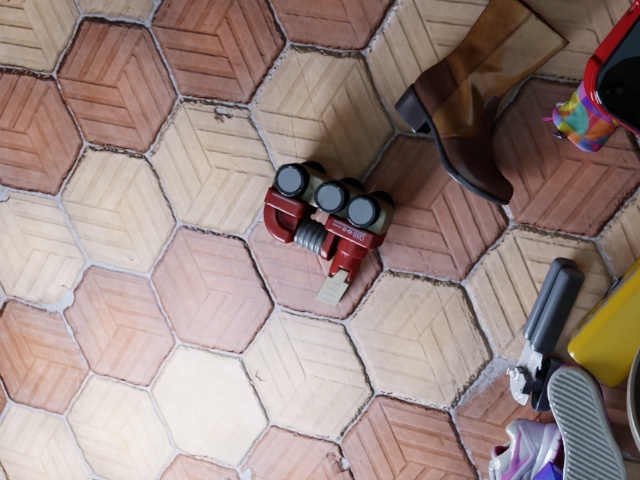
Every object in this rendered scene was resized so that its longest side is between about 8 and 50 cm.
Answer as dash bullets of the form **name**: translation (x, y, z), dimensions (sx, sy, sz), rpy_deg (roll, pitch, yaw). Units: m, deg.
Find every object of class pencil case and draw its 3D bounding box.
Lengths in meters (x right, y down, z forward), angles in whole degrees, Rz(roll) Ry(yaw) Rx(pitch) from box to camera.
- **pencil case**: translation (0.457, -0.245, 1.634), dimensions (0.104, 0.104, 0.236), rpy_deg (42, 116, 7)

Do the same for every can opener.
- **can opener**: translation (0.394, 0.163, 1.813), dimensions (0.093, 0.074, 0.280), rpy_deg (6, 114, -15)

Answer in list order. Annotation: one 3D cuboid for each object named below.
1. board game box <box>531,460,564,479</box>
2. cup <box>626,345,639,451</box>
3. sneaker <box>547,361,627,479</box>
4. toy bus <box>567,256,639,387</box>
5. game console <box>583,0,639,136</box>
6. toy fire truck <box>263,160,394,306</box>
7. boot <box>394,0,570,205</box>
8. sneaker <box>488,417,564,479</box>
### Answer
- **board game box**: translation (0.460, 0.575, 1.823), dimensions (0.347, 0.078, 0.233), rpy_deg (36, 106, -8)
- **cup**: translation (0.612, 0.265, 1.596), dimensions (0.331, 0.237, 0.331), rpy_deg (-1, 72, 3)
- **sneaker**: translation (0.453, 0.339, 1.746), dimensions (0.102, 0.161, 0.282), rpy_deg (-9, 87, 18)
- **toy bus**: translation (0.543, 0.075, 1.674), dimensions (0.108, 0.130, 0.332), rpy_deg (40, 117, 8)
- **game console**: translation (0.621, -0.251, 1.528), dimensions (0.386, 0.060, 0.342), rpy_deg (31, 112, -9)
- **toy fire truck**: translation (0.000, 0.000, 1.898), dimensions (0.217, 0.158, 0.246), rpy_deg (25, 104, 15)
- **boot**: translation (0.300, -0.232, 1.724), dimensions (0.280, 0.096, 0.264), rpy_deg (-44, 73, 23)
- **sneaker**: translation (0.354, 0.421, 1.891), dimensions (0.111, 0.103, 0.252), rpy_deg (24, 108, 20)
